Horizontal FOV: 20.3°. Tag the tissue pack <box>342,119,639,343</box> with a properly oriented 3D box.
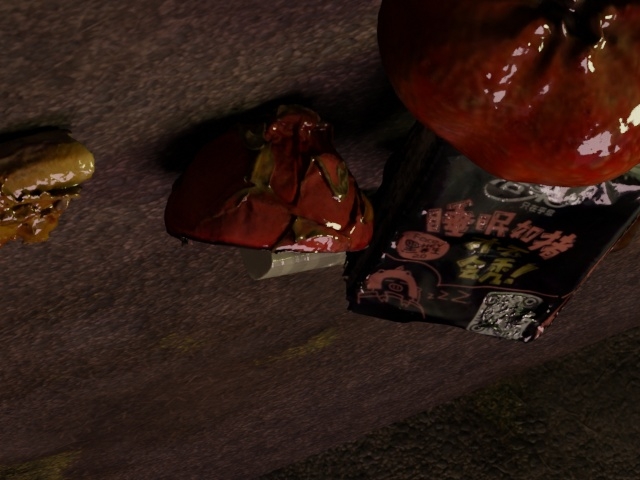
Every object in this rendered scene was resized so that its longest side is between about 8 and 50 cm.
[{"bbox_3d":[0.185,-0.026,1.852,0.245,0.123,0.332,13,142,-13],"label":"tissue pack"}]

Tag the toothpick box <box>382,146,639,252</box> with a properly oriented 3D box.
[{"bbox_3d":[0.229,-0.062,2.019,0.294,0.192,0.192,-13,167,21],"label":"toothpick box"}]

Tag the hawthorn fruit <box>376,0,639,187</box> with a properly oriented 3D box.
[{"bbox_3d":[0.191,-0.175,1.517,0.287,0.287,0.330,-19,178,-1],"label":"hawthorn fruit"}]

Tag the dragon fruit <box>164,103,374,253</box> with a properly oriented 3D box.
[{"bbox_3d":[-0.049,-0.068,1.832,0.218,0.148,0.224,6,-173,29],"label":"dragon fruit"}]

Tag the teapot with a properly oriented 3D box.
[{"bbox_3d":[0.000,0.000,2.177,0.200,0.077,0.107,-10,165,-29],"label":"teapot"}]

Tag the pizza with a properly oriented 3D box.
[{"bbox_3d":[-0.341,-0.020,1.700,0.305,0.085,0.161,-24,164,18],"label":"pizza"}]
